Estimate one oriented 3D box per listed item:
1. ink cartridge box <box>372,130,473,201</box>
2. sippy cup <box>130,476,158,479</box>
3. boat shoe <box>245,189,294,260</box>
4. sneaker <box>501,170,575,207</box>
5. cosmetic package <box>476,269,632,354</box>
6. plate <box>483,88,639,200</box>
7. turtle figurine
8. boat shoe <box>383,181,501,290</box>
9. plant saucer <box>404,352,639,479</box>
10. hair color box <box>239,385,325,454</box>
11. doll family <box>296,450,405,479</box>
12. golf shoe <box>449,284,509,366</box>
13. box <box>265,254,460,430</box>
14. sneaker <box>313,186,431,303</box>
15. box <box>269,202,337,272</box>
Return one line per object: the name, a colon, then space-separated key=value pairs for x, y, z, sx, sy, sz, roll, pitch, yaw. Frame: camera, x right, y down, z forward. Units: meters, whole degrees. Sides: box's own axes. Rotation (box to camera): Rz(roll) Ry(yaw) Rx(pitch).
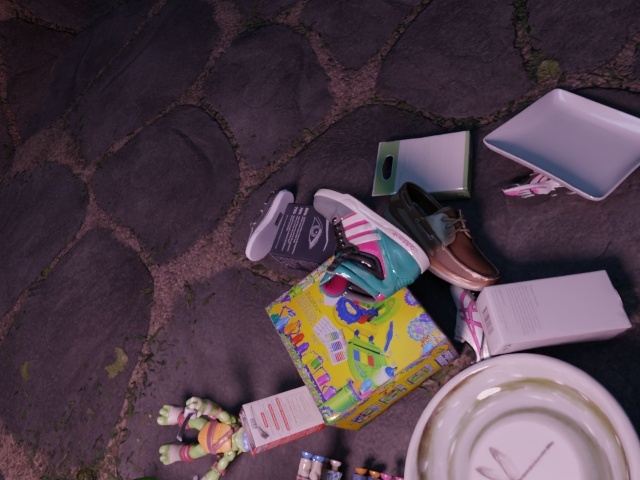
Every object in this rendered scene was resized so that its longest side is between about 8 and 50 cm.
ink cartridge box: x=0.259 y=-0.181 z=1.145 sx=0.235 sy=0.056 sz=0.171 roll=-3 pitch=64 yaw=29
sippy cup: x=-0.355 y=0.676 z=0.934 sx=0.224 sy=0.305 sz=0.240 roll=-13 pitch=26 yaw=8
boat shoe: x=-0.158 y=-0.049 z=1.275 sx=0.076 sy=0.080 sz=0.228 roll=14 pitch=71 yaw=37
sneaker: x=0.492 y=-0.130 z=1.004 sx=0.178 sy=0.072 sz=0.077 roll=-11 pitch=54 yaw=10
cosmetic package: x=0.427 y=0.136 z=0.849 sx=0.231 sy=0.085 sz=0.117 roll=-7 pitch=61 yaw=2
plate: x=0.547 y=-0.210 z=0.979 sx=0.278 sy=0.045 sz=0.277 roll=-34 pitch=53 yaw=-19
turtle figurine: x=-0.288 y=0.450 z=0.996 sx=0.266 sy=0.197 sz=0.274 roll=-13 pitch=21 yaw=39
boat shoe: x=0.264 y=-0.017 z=0.998 sx=0.324 sy=0.123 sz=0.116 roll=45 pitch=133 yaw=34
plant saucer: x=0.326 y=0.387 z=0.747 sx=0.400 sy=0.100 sz=0.400 roll=-38 pitch=28 yaw=24
hair color box: x=-0.079 y=0.383 z=0.976 sx=0.167 sy=0.053 sz=0.093 roll=-7 pitch=50 yaw=-28
doll family: x=0.051 y=0.527 z=0.879 sx=0.263 sy=0.118 sz=0.163 roll=10 pitch=63 yaw=11
golf shoe: x=0.307 y=0.170 z=0.937 sx=0.086 sy=0.067 sz=0.186 roll=-29 pitch=56 yaw=12
box: x=0.086 y=0.195 z=0.969 sx=0.279 sy=0.177 sz=0.290 roll=-37 pitch=55 yaw=5
sneaker: x=0.049 y=0.023 z=0.902 sx=0.178 sy=0.123 sz=0.296 roll=-44 pitch=55 yaw=-12
box: x=0.000 y=0.000 z=1.151 sx=0.207 sy=0.108 sz=0.153 roll=10 pitch=70 yaw=29
